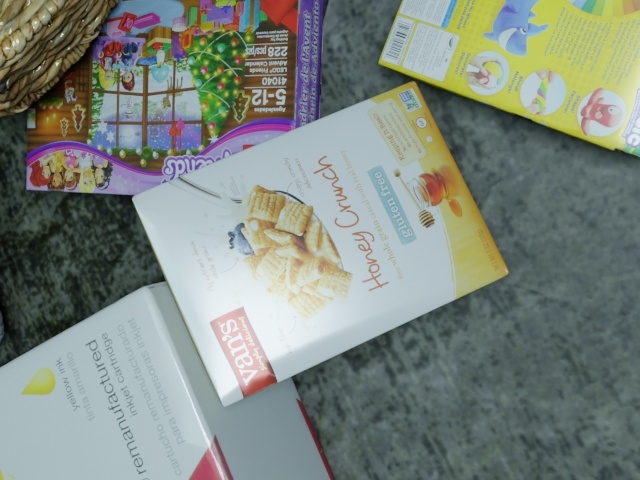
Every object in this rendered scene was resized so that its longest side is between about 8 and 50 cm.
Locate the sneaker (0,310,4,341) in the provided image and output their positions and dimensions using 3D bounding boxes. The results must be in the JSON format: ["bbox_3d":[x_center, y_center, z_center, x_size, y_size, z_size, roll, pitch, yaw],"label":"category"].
[{"bbox_3d":[-0.508,0.011,0.839,0.366,0.137,0.210,2,93,19],"label":"sneaker"}]

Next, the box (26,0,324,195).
[{"bbox_3d":[-0.140,-0.140,0.706,0.293,0.057,0.201,3,94,24],"label":"box"}]

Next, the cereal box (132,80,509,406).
[{"bbox_3d":[0.000,0.000,0.593,0.240,0.047,0.173,-25,84,-10],"label":"cereal box"}]

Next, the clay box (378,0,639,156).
[{"bbox_3d":[0.169,-0.152,0.571,0.222,0.053,0.127,26,102,19],"label":"clay box"}]

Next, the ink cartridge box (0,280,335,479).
[{"bbox_3d":[-0.200,0.234,0.695,0.385,0.160,0.279,-28,81,23],"label":"ink cartridge box"}]

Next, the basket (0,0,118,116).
[{"bbox_3d":[-0.273,-0.257,0.683,0.213,0.223,0.299,23,79,-6],"label":"basket"}]
